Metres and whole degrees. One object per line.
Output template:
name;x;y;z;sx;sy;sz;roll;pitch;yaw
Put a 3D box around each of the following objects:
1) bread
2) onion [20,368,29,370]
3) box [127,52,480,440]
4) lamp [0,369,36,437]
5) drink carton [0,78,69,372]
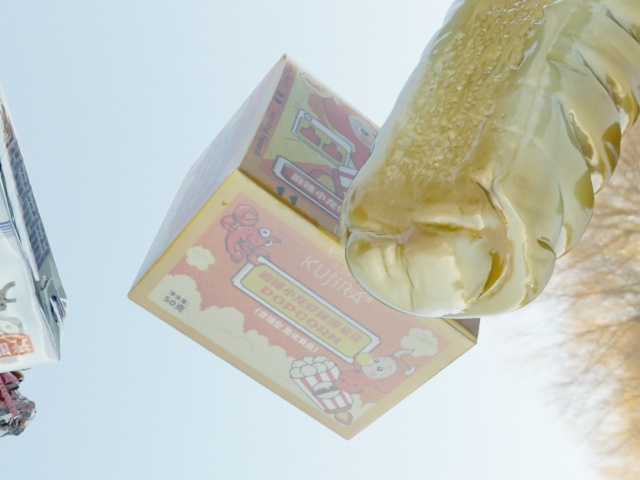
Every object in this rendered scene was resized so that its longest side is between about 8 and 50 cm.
bread;0.129;-0.077;0.617;0.121;0.172;0.311;45;-113;-37
onion;-0.463;0.154;1.334;0.097;0.107;0.107;46;-156;8
box;0.000;0.000;0.927;0.283;0.214;0.260;35;-148;-15
lamp;-0.579;0.222;1.526;0.253;0.118;0.118;56;-164;24
drink carton;-0.305;-0.036;0.712;0.107;0.130;0.315;-104;7;-58
